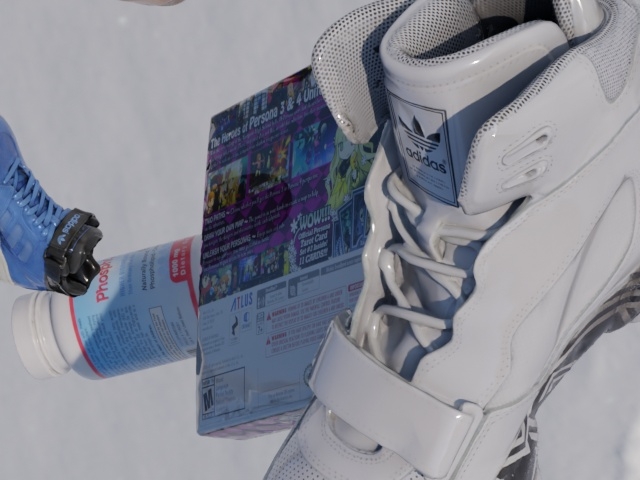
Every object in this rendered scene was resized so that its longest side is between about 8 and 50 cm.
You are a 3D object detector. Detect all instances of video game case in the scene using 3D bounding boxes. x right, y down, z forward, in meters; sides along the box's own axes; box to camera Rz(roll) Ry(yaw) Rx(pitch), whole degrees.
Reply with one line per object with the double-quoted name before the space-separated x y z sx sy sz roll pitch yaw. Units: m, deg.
"video game case" 0.000 0.000 1.151 0.232 0.042 0.210 -22 63 55

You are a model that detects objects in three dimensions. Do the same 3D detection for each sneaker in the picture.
"sneaker" 0.046 0.021 0.899 0.137 0.366 0.210 32 169 43
"sneaker" -0.189 -0.022 1.325 0.085 0.058 0.152 14 136 20

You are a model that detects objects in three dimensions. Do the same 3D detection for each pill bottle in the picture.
"pill bottle" -0.142 0.054 1.450 0.160 0.087 0.087 -14 92 13

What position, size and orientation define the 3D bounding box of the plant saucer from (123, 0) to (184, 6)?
"plant saucer" -0.152 -0.223 1.234 0.200 0.037 0.200 38 158 19
